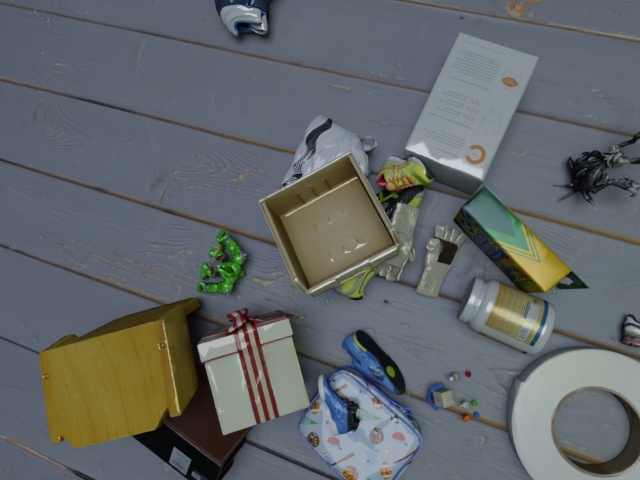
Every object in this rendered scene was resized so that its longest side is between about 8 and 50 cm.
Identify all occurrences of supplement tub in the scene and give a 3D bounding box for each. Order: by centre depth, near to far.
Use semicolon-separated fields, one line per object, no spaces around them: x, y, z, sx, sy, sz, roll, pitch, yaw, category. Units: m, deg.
0.465;0.186;1.109;0.199;0.144;0.144;24;88;13;supplement tub

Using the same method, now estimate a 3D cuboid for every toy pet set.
0.345;0.415;1.159;0.114;0.065;0.122;-6;83;-25;toy pet set

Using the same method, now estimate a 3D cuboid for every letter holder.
-0.351;0.506;1.237;0.301;0.214;0.152;30;121;13;letter holder

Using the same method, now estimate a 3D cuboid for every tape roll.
0.665;0.457;1.074;0.392;0.072;0.392;-1;83;10;tape roll

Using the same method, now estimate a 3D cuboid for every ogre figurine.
-0.287;0.082;1.294;0.118;0.097;0.197;27;77;24;ogre figurine

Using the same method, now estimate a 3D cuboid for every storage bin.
0.025;-0.034;1.087;0.262;0.123;0.260;-28;67;6;storage bin

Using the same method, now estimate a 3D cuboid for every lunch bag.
0.111;0.496;1.155;0.303;0.115;0.243;38;89;14;lunch bag

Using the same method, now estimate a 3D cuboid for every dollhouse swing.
-0.487;0.332;1.188;0.346;0.305;0.315;-16;79;8;dollhouse swing

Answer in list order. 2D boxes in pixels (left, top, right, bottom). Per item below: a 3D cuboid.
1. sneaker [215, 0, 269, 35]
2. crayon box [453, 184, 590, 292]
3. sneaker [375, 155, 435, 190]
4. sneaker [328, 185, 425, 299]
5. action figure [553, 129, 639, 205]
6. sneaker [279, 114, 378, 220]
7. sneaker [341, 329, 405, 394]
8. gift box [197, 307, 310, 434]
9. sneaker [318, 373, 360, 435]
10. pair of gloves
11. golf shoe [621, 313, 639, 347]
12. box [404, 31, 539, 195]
-0.172;-0.770;1.377;0.322;0.130;0.236;-21;89;3;sneaker
0.482;0.024;1.097;0.083;0.203;0.323;-42;77;3;crayon box
0.219;-0.164;1.158;0.081;0.208;0.094;44;83;-24;sneaker
0.158;-0.005;1.218;0.385;0.145;0.147;-47;112;-4;sneaker
0.741;-0.185;1.097;0.140;0.276;0.164;15;55;-23;action figure
0.018;-0.165;1.244;0.210;0.137;0.366;20;84;15;sneaker
0.143;0.342;1.199;0.209;0.069;0.082;47;121;6;sneaker
-0.159;0.305;1.149;0.276;0.255;0.258;-16;89;-15;gift box
0.051;0.403;1.097;0.084;0.058;0.152;-19;79;11;sneaker
0.261;0.030;1.158;0.240;0.042;0.204;25;89;-21;pair of gloves
0.846;0.231;1.070;0.186;0.067;0.086;8;83;12;golf shoe
0.392;-0.332;1.179;0.215;0.168;0.345;25;87;13;box
